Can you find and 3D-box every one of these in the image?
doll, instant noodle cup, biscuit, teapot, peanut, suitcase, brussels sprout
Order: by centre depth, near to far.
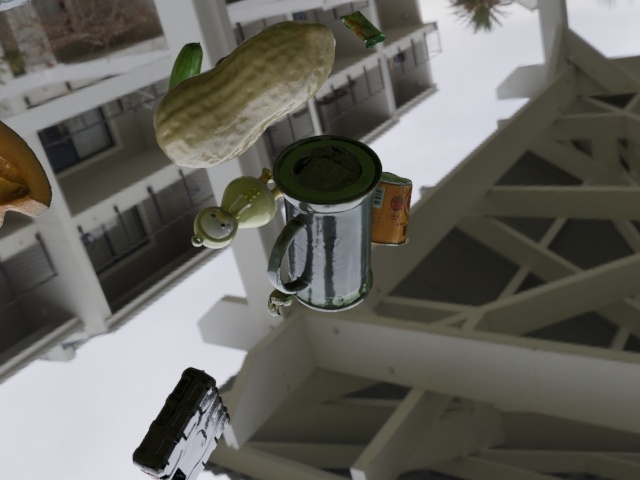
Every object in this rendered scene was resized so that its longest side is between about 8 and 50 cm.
[{"bbox_3d":[-0.092,-0.185,0.889,0.256,0.123,0.123,-33,-158,5],"label":"peanut"},{"bbox_3d":[0.077,-0.387,1.285,0.046,0.016,0.089,-31,-113,-20],"label":"biscuit"},{"bbox_3d":[-0.260,0.380,1.369,0.066,0.285,0.206,23,-116,13],"label":"suitcase"},{"bbox_3d":[0.000,0.000,1.378,0.200,0.337,0.270,28,-127,27],"label":"teapot"},{"bbox_3d":[-0.092,0.135,1.543,0.083,0.051,0.046,-53,-174,36],"label":"brussels sprout"},{"bbox_3d":[-0.207,-0.073,1.758,0.296,0.141,0.117,-42,178,-41],"label":"doll"},{"bbox_3d":[0.154,-0.096,1.926,0.216,0.172,0.216,11,-165,-3],"label":"instant noodle cup"}]

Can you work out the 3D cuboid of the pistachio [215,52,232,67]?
[{"bbox_3d":[-0.165,-0.324,1.463,0.210,0.165,0.130,-34,-132,16],"label":"pistachio"}]

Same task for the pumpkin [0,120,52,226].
[{"bbox_3d":[-0.560,-0.118,1.093,0.130,0.254,0.149,-37,-133,20],"label":"pumpkin"}]

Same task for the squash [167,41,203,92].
[{"bbox_3d":[-0.379,-0.402,1.933,0.082,0.292,0.082,12,-153,-6],"label":"squash"}]

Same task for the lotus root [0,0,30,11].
[{"bbox_3d":[-0.462,-0.493,1.132,0.322,0.158,0.140,-30,-122,4],"label":"lotus root"}]
